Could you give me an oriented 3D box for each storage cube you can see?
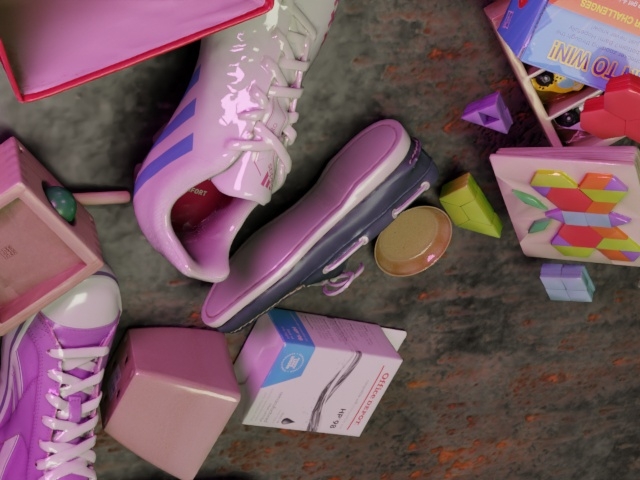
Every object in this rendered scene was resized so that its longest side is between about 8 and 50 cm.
[{"bbox_3d":[-0.166,-0.242,1.006,0.215,0.193,0.183,-22,132,-10],"label":"storage cube"}]

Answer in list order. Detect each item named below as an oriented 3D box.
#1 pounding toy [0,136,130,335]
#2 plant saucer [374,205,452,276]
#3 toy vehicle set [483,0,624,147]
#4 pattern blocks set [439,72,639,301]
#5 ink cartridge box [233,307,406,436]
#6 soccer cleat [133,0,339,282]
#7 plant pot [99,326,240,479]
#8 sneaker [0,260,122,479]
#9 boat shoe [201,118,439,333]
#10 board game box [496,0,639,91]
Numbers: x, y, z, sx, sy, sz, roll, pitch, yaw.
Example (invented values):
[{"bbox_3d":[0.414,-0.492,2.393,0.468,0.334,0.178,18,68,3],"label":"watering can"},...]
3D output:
[{"bbox_3d":[-0.243,-0.013,1.224,0.141,0.100,0.130,-34,128,8],"label":"pounding toy"},{"bbox_3d":[0.088,-0.002,1.447,0.083,0.015,0.083,-14,129,-18],"label":"plant saucer"},{"bbox_3d":[0.300,-0.200,1.333,0.267,0.035,0.166,-29,115,6],"label":"toy vehicle set"},{"bbox_3d":[0.244,-0.031,1.367,0.325,0.285,0.026,46,52,-40],"label":"pattern blocks set"},{"bbox_3d":[0.008,0.135,1.480,0.180,0.060,0.104,11,119,-33],"label":"ink cartridge box"},{"bbox_3d":[-0.050,-0.114,1.200,0.116,0.143,0.331,8,120,-32],"label":"soccer cleat"},{"bbox_3d":[-0.148,0.142,1.381,0.096,0.109,0.109,21,114,-24],"label":"plant pot"},{"bbox_3d":[-0.220,0.161,1.308,0.102,0.161,0.282,-1,127,-38],"label":"sneaker"},{"bbox_3d":[0.000,0.000,1.354,0.254,0.095,0.079,-46,121,-1],"label":"boat shoe"},{"bbox_3d":[0.352,-0.251,1.247,0.308,0.086,0.302,18,112,-15],"label":"board game box"}]
